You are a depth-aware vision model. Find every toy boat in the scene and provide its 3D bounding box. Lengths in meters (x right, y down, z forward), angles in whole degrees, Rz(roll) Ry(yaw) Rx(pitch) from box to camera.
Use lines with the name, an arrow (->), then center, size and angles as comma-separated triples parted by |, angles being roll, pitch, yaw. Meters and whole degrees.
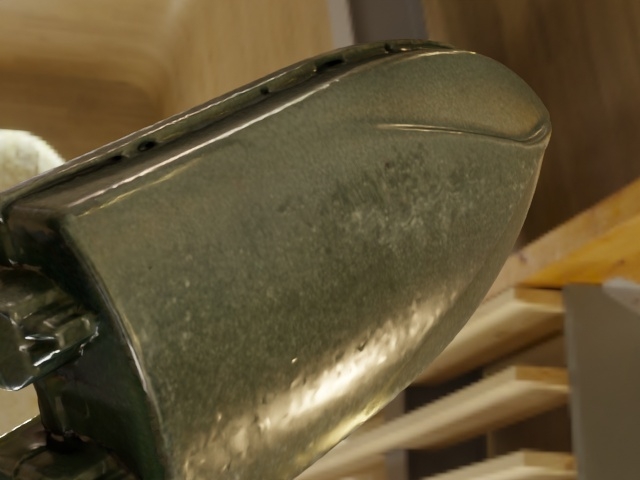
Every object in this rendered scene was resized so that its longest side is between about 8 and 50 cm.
toy boat -> 0.000, 0.000, 0.510 | 0.092, 0.319, 0.141 | 7, -63, 43
